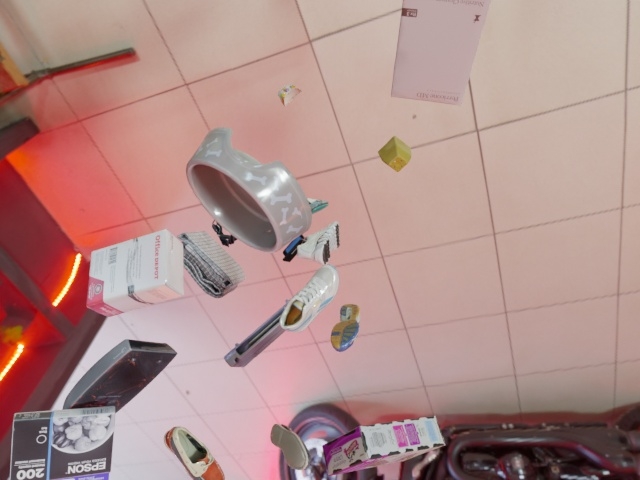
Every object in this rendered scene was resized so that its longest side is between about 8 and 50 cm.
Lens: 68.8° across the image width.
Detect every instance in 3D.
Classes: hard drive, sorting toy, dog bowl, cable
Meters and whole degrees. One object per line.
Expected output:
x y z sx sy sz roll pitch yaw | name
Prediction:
-0.498 0.339 1.156 0.254 0.054 0.172 -43 150 10 | hard drive
-0.123 -0.541 1.707 0.083 0.075 0.045 -43 135 -3 | sorting toy
-0.189 -0.109 1.168 0.348 0.102 0.349 31 152 18 | dog bowl
-0.337 -0.064 1.722 0.047 0.151 0.184 3 148 -46 | cable

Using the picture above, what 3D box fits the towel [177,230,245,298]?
-0.444 0.095 1.841 0.283 0.235 0.121 44 96 2 | towel

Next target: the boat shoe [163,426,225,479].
-0.210 0.372 0.801 0.043 0.049 0.137 -34 100 36 | boat shoe

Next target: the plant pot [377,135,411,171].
0.247 -0.272 1.520 0.081 0.083 0.081 29 124 -27 | plant pot

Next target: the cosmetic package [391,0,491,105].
0.315 -0.567 1.237 0.216 0.156 0.385 9 144 9 | cosmetic package

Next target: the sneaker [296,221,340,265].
0.000 0.000 1.735 0.118 0.292 0.110 1 108 18 | sneaker

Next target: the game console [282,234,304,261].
-0.120 0.025 1.975 0.071 0.107 0.122 44 99 18 | game console

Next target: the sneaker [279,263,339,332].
-0.029 0.168 1.334 0.087 0.092 0.229 36 93 22 | sneaker

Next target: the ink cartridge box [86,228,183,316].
-0.501 0.090 1.281 0.236 0.172 0.100 -16 150 10 | ink cartridge box

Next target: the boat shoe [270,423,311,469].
-0.067 0.549 1.252 0.064 0.075 0.206 22 172 -28 | boat shoe

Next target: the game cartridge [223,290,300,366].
-0.186 0.330 1.727 0.355 0.230 0.068 -41 81 -9 | game cartridge

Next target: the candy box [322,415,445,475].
0.144 0.468 1.069 0.233 0.071 0.159 7 143 -33 | candy box

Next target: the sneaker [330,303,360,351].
0.119 0.394 1.976 0.111 0.296 0.131 3 115 16 | sneaker

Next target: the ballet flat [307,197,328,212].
-0.051 -0.111 1.609 0.070 0.188 0.070 28 134 34 | ballet flat

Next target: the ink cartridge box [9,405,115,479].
-0.586 0.490 1.067 0.206 0.045 0.209 4 98 -24 | ink cartridge box
